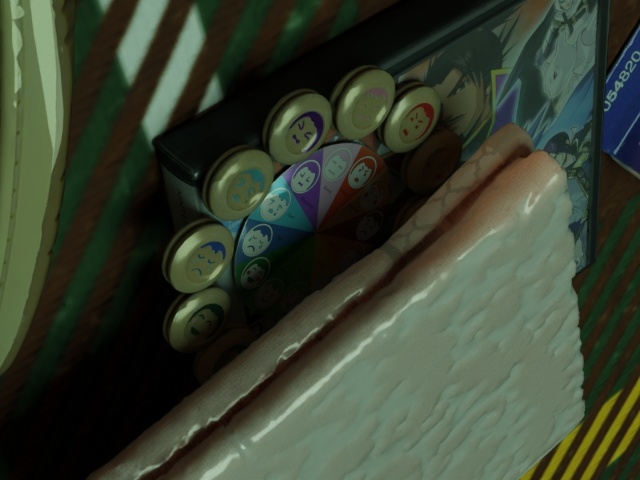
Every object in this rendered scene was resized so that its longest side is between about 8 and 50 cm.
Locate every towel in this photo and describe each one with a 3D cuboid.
[{"bbox_3d":[0.015,0.122,0.829,0.317,0.053,0.332,-40,151,-12],"label":"towel"}]

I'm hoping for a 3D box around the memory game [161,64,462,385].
[{"bbox_3d":[0.000,0.000,0.747,0.186,0.012,0.186,-27,137,-29],"label":"memory game"}]

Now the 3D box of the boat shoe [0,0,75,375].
[{"bbox_3d":[-0.143,-0.102,0.507,0.123,0.123,0.342,2,127,-12],"label":"boat shoe"}]

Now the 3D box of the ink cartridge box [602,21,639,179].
[{"bbox_3d":[0.283,-0.122,0.970,0.224,0.045,0.223,17,108,-51],"label":"ink cartridge box"}]

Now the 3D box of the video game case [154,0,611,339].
[{"bbox_3d":[0.049,-0.015,0.826,0.275,0.035,0.248,-32,139,-24],"label":"video game case"}]
